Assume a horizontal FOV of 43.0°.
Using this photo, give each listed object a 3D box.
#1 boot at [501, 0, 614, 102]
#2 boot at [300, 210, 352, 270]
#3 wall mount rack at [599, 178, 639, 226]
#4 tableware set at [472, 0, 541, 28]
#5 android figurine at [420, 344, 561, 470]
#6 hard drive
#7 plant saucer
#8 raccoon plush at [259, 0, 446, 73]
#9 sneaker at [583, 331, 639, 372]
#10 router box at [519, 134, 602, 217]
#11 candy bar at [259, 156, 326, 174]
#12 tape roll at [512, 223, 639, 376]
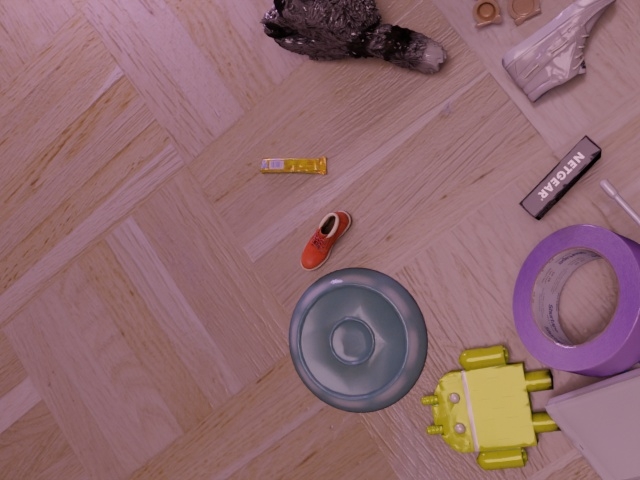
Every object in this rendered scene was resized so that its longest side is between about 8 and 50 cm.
[{"bbox_3d":[0.497,-0.385,1.607,0.258,0.095,0.123,-36,84,24],"label":"boot"},{"bbox_3d":[0.000,0.000,1.766,0.059,0.084,0.158,38,102,14],"label":"boot"},{"bbox_3d":[0.684,-0.066,1.415,0.350,0.131,0.304,-37,38,-9],"label":"wall mount rack"},{"bbox_3d":[0.365,-0.510,1.643,0.141,0.020,0.169,-10,118,19],"label":"tableware set"},{"bbox_3d":[0.343,0.342,1.660,0.272,0.056,0.249,-9,87,17],"label":"android figurine"},{"bbox_3d":[0.586,0.334,1.475,0.203,0.040,0.307,50,140,-2],"label":"hard drive"},{"bbox_3d":[0.072,0.217,1.760,0.317,0.043,0.318,-1,88,19],"label":"plant saucer"},{"bbox_3d":[0.069,-0.542,1.742,0.446,0.216,0.299,17,80,-11],"label":"raccoon plush"},{"bbox_3d":[0.601,0.206,1.511,0.086,0.237,0.085,39,63,-22],"label":"sneaker"},{"bbox_3d":[0.468,-0.119,1.581,0.046,0.133,0.179,45,102,13],"label":"router box"},{"bbox_3d":[-0.063,-0.168,1.824,0.161,0.018,0.040,1,86,19],"label":"candy bar"},{"bbox_3d":[0.496,0.113,1.519,0.274,0.090,0.275,-23,60,45],"label":"tape roll"}]
